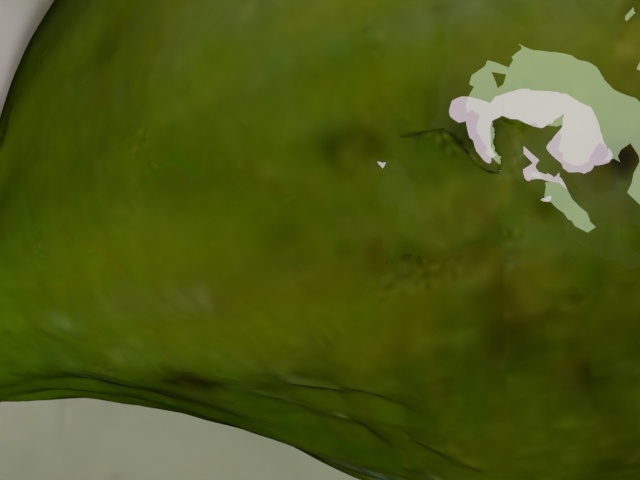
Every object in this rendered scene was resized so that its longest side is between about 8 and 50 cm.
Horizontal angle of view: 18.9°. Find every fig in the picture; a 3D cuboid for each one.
[{"bbox_3d":[0.014,-0.011,0.528,0.314,0.233,0.233,-25,101,-10],"label":"fig"}]
